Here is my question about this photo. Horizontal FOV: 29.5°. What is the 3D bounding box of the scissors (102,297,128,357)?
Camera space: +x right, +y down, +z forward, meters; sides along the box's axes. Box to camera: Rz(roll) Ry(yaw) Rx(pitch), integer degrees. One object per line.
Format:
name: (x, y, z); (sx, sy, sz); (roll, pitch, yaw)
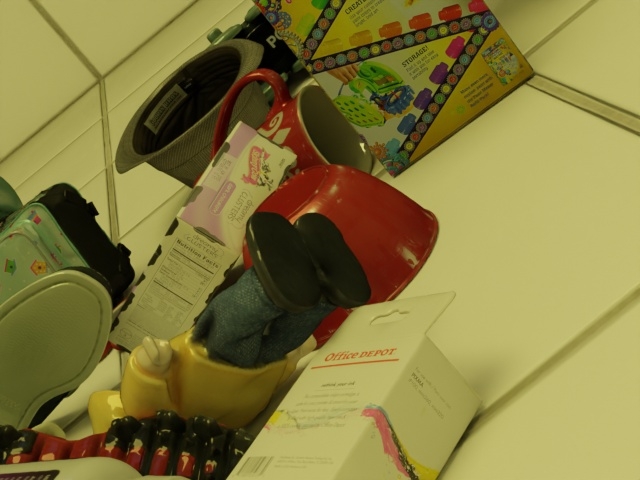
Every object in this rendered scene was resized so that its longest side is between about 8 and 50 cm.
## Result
scissors: (-0.176, 0.030, 1.414); (0.109, 0.021, 0.297); (-20, 29, 47)

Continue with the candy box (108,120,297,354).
candy box: (-0.116, 0.006, 1.182); (0.196, 0.070, 0.165); (-54, 6, 41)

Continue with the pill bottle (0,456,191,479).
pill bottle: (-0.163, 0.188, 0.740); (0.193, 0.108, 0.108); (-10, 32, 29)

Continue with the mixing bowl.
mixing bowl: (0.000, 0.000, 1.045); (0.181, 0.098, 0.181); (-34, 21, 15)

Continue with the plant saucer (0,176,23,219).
plant saucer: (-0.455, 0.069, 1.551); (0.317, 0.043, 0.318); (19, -90, -77)

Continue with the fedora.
fedora: (-0.142, -0.141, 1.570); (0.243, 0.124, 0.275); (-39, 25, 5)

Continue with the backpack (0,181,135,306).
backpack: (-0.345, 0.047, 1.469); (0.188, 0.166, 0.144); (-30, 13, 34)

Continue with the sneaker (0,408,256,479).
sneaker: (-0.146, 0.198, 0.878); (0.276, 0.135, 0.098); (-6, 37, 18)

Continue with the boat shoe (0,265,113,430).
boat shoe: (-0.290, 0.118, 1.214); (0.302, 0.114, 0.091); (-45, 11, 30)

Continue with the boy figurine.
boy figurine: (-0.081, 0.094, 0.934); (0.177, 0.092, 0.285); (-3, -32, -45)

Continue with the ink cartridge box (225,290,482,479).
ink cartridge box: (0.022, 0.127, 0.772); (0.115, 0.067, 0.198); (-12, 34, 53)

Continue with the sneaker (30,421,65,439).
sneaker: (-0.264, 0.219, 1.092); (0.086, 0.064, 0.192); (-45, 16, 1)

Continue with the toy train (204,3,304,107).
toy train: (-0.062, -0.300, 1.783); (0.334, 0.142, 0.190); (-46, 8, -13)

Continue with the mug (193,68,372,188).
mug: (-0.050, -0.088, 1.283); (0.169, 0.150, 0.113); (-33, -24, 31)

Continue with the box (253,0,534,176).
box: (0.048, -0.264, 1.263); (0.177, 0.279, 0.290); (-36, 19, 11)
